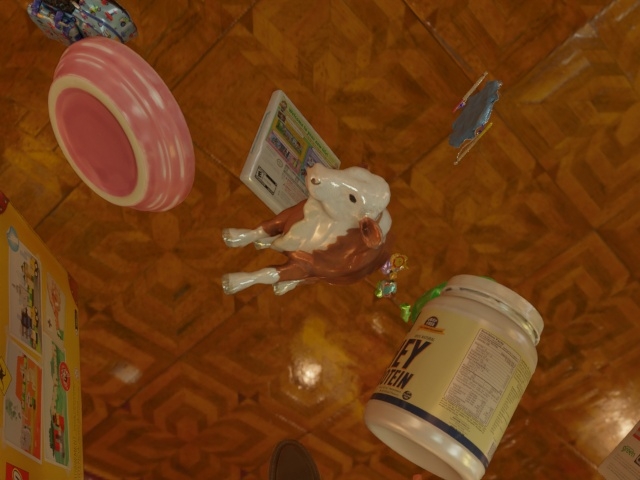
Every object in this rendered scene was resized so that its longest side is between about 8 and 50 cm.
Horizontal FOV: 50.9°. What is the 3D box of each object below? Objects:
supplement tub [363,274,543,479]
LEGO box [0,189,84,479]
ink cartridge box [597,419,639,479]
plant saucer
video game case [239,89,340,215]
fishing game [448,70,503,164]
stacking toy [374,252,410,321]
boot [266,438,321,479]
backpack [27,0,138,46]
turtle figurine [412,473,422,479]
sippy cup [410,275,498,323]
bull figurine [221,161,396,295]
[{"bbox_3d":[0.252,0.250,1.240,0.235,0.235,0.325,49,64,-34],"label":"supplement tub"},{"bbox_3d":[-0.511,0.214,0.995,0.193,0.500,0.372,-12,150,-3],"label":"LEGO box"},{"bbox_3d":[0.531,0.275,0.806,0.130,0.309,0.272,39,93,-5],"label":"ink cartridge box"},{"bbox_3d":[-0.370,-0.188,1.197,0.332,0.084,0.332,23,134,26],"label":"plant saucer"},{"bbox_3d":[-0.047,-0.127,1.201,0.023,0.193,0.212,-5,145,36],"label":"video game case"},{"bbox_3d":[0.378,-0.303,1.623,0.041,0.264,0.189,29,125,-14],"label":"fishing game"},{"bbox_3d":[0.190,0.105,1.913,0.052,0.167,0.221,-17,119,-18],"label":"stacking toy"},{"bbox_3d":[-0.067,0.541,1.262,0.109,0.283,0.220,-2,145,-25],"label":"boot"},{"bbox_3d":[-0.451,-0.426,1.307,0.173,0.158,0.117,29,82,-4],"label":"backpack"},{"bbox_3d":[0.198,0.409,0.782,0.087,0.269,0.217,-30,139,4],"label":"turtle figurine"},{"bbox_3d":[0.360,0.240,1.618,0.305,0.224,0.240,-4,144,-15],"label":"sippy cup"},{"bbox_3d":[0.000,0.000,0.735,0.188,0.101,0.310,-14,168,11],"label":"bull figurine"}]
